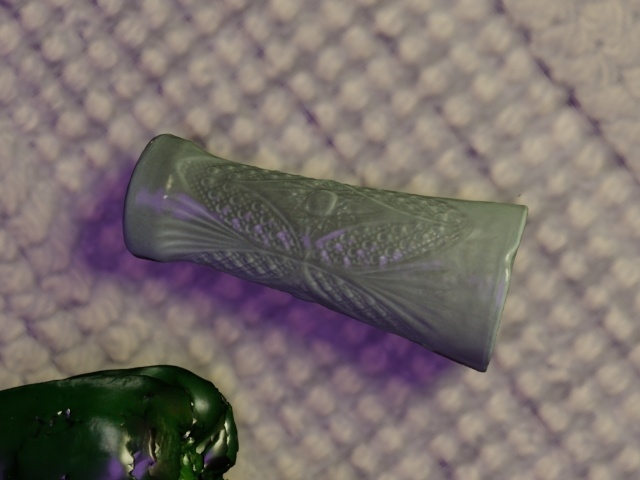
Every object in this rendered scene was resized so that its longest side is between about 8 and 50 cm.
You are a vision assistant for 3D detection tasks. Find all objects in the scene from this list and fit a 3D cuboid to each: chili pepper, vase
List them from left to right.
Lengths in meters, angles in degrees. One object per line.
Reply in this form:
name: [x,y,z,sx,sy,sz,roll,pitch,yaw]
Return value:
chili pepper: [-0.101,0.151,0.696,0.261,0.174,0.165,-3,70,9]
vase: [0.000,0.000,0.702,0.219,0.096,0.096,15,97,9]
